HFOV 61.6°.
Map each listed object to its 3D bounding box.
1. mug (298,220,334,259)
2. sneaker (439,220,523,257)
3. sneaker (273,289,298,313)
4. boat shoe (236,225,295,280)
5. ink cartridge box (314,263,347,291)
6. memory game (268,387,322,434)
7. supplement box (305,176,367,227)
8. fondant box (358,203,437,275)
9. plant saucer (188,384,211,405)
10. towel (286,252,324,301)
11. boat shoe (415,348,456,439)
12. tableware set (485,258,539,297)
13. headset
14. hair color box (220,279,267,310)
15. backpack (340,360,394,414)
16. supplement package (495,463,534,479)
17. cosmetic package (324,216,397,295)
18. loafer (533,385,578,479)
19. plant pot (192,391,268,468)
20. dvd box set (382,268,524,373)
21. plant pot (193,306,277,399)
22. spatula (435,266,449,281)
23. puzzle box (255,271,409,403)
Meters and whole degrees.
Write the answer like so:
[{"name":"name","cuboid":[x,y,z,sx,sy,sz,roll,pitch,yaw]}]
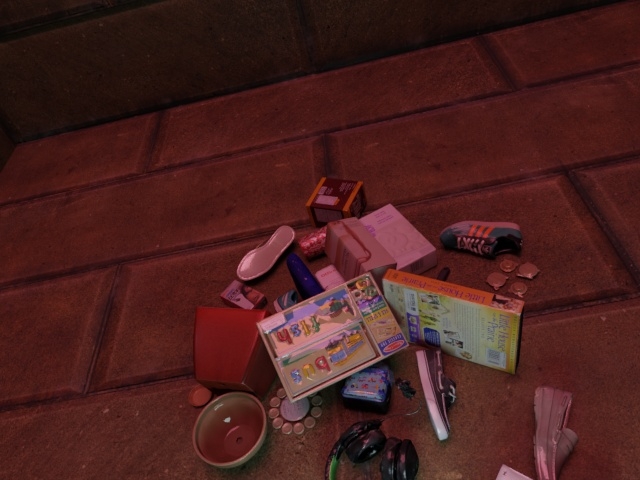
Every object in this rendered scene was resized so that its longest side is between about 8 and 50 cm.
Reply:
[{"name":"mug","cuboid":[0.004,0.008,2.213,0.169,0.150,0.113,-24,81,-1]},{"name":"sneaker","cuboid":[0.602,0.001,2.013,0.302,0.108,0.121,-4,41,12]},{"name":"sneaker","cuboid":[-0.082,0.280,1.932,0.110,0.107,0.275,-38,46,2]},{"name":"boat shoe","cuboid":[-0.226,0.063,2.219,0.109,0.091,0.305,45,67,3]},{"name":"ink cartridge box","cuboid":[0.096,0.183,1.999,0.159,0.092,0.218,-25,46,-10]},{"name":"memory game","cuboid":[-0.082,0.546,1.752,0.186,0.012,0.186,-9,45,9]},{"name":"supplement box","cuboid":[0.073,-0.156,2.315,0.194,0.129,0.191,9,50,25]},{"name":"fondant box","cuboid":[0.264,0.022,2.105,0.238,0.096,0.330,-27,44,-11]},{"name":"plant saucer","cuboid":[-0.414,0.538,1.858,0.083,0.015,0.083,-8,45,8]},{"name":"towel","cuboid":[-0.013,0.199,1.919,0.076,0.227,0.308,-28,44,-11]},{"name":"boat shoe","cuboid":[0.367,0.459,1.641,0.102,0.108,0.301,-12,37,7]},{"name":"tableware set","cuboid":[0.689,0.128,1.924,0.141,0.020,0.168,24,58,37]},{"name":"headset","cuboid":[0.164,0.585,1.514,0.243,0.185,0.394,21,67,32]},{"name":"hair color box","cuboid":[-0.301,0.228,2.104,0.167,0.053,0.093,22,55,32]},{"name":"backpack","cuboid":[0.155,0.444,1.707,0.158,0.117,0.173,5,45,20]},{"name":"supplement package","cuboid":[0.528,0.718,1.299,0.262,0.145,0.204,19,54,32]},{"name":"cosmetic package","cuboid":[0.137,0.062,1.935,0.129,0.153,0.296,-13,39,-24]},{"name":"loafer","cuboid":[0.642,0.542,1.463,0.112,0.112,0.319,-3,45,26]},{"name":"plant pot","cuboid":[-0.270,0.606,1.680,0.237,0.109,0.237,-8,44,8]},{"name":"dvd box set","cuboid":[0.410,0.252,1.682,0.420,0.307,0.062,13,49,28]},{"name":"plant pot","cuboid":[-0.278,0.391,1.808,0.267,0.267,0.235,0,58,17]},{"name":"spatula","cuboid":[0.406,0.198,1.933,0.084,0.030,0.296,15,52,28]},{"name":"puzzle box","cuboid":[0.035,0.299,1.677,0.409,0.052,0.272,-24,73,-12]}]
